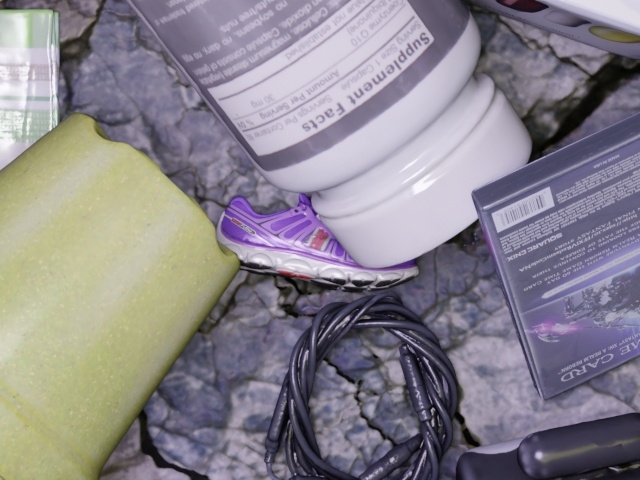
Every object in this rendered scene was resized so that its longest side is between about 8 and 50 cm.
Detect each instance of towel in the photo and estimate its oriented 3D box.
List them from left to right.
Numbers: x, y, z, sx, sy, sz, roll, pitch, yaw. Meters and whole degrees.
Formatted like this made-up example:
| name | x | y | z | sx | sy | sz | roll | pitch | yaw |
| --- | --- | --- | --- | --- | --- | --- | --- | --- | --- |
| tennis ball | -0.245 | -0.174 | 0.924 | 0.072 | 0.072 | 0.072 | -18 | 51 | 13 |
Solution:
| name | x | y | z | sx | sy | sz | roll | pitch | yaw |
| --- | --- | --- | --- | --- | --- | --- | --- | --- | --- |
| towel | -0.269 | -0.113 | 1.419 | 0.113 | 0.023 | 0.152 | 0 | 93 | -3 |

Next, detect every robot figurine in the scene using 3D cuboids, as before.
| name | x | y | z | sx | sy | sz | roll | pitch | yaw |
| --- | --- | --- | --- | --- | --- | --- | --- | --- | --- |
| robot figurine | 0.209 | 0.235 | 1.384 | 0.278 | 0.209 | 0.174 | -12 | 81 | -1 |

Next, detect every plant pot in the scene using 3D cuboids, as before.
| name | x | y | z | sx | sy | sz | roll | pitch | yaw |
| --- | --- | --- | --- | --- | --- | --- | --- | --- | --- |
| plant pot | -0.208 | 0.050 | 1.331 | 0.276 | 0.276 | 0.254 | 43 | 80 | -4 |

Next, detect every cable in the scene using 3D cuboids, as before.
| name | x | y | z | sx | sy | sz | roll | pitch | yaw |
| --- | --- | --- | --- | --- | --- | --- | --- | --- | --- |
| cable | 0.041 | 0.134 | 1.436 | 0.150 | 0.047 | 0.184 | 18 | 92 | -3 |

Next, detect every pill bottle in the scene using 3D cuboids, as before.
| name | x | y | z | sx | sy | sz | roll | pitch | yaw |
| --- | --- | --- | --- | --- | --- | --- | --- | --- | --- |
| pill bottle | -0.009 | -0.167 | 1.305 | 0.204 | 0.204 | 0.361 | -37 | 109 | 0 |

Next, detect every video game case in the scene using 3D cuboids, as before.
| name | x | y | z | sx | sy | sz | roll | pitch | yaw |
| --- | --- | --- | --- | --- | --- | --- | --- | --- | --- |
| video game case | 0.234 | 0.008 | 1.353 | 0.196 | 0.274 | 0.026 | -25 | 52 | -1 |

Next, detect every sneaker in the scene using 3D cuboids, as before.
| name | x | y | z | sx | sy | sz | roll | pitch | yaw |
| --- | --- | --- | --- | --- | --- | --- | --- | --- | --- |
| sneaker | 0.000 | 0.000 | 1.419 | 0.170 | 0.068 | 0.071 | 13 | 81 | -6 |

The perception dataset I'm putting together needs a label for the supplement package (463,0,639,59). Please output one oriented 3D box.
| name | x | y | z | sx | sy | sz | roll | pitch | yaw |
| --- | --- | --- | --- | --- | --- | --- | --- | --- | --- |
| supplement package | 0.205 | -0.240 | 1.341 | 0.194 | 0.203 | 0.149 | 18 | 92 | -3 |
